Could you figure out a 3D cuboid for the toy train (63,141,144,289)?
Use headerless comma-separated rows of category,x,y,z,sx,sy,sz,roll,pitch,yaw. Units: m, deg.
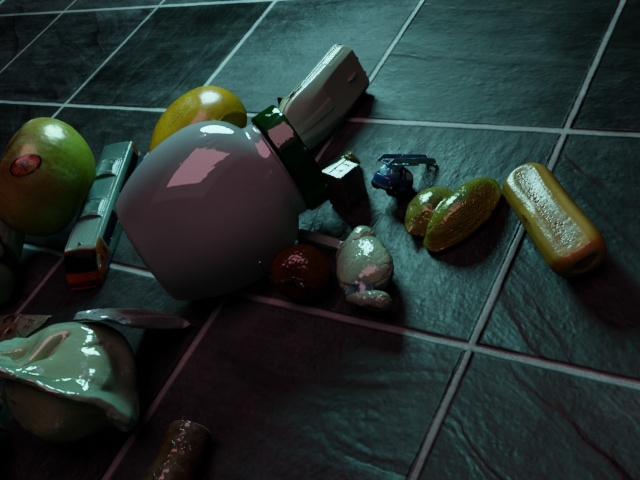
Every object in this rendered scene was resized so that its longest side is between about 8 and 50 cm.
toy train,-0.497,-0.069,1.719,0.086,0.089,0.410,-8,45,13

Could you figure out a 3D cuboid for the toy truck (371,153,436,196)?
toy truck,0.162,-0.128,1.457,0.136,0.074,0.063,-6,27,-41

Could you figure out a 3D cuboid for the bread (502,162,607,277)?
bread,0.381,-0.036,1.235,0.092,0.074,0.239,-36,38,16

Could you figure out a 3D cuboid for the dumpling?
dumpling,-0.451,0.252,1.307,0.320,0.212,0.270,-19,4,30

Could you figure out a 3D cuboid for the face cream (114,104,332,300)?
face cream,-0.178,-0.072,1.409,0.357,0.313,0.219,-33,0,-2

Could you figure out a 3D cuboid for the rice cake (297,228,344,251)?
rice cake,0.000,0.000,1.439,0.121,0.022,0.022,16,62,40

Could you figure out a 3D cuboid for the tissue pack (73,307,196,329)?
tissue pack,-0.336,0.141,1.373,0.122,0.193,0.026,9,91,35

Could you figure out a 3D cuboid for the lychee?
lychee,-0.043,0.060,1.334,0.114,0.101,0.140,41,50,3

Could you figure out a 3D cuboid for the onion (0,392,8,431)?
onion,-0.678,0.358,1.307,0.281,0.280,0.221,43,119,46

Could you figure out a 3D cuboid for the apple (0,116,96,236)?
apple,-0.618,-0.140,1.680,0.261,0.194,0.261,-43,30,32

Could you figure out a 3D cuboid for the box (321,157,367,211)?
box,0.049,-0.111,1.480,0.063,0.085,0.060,-40,41,-25

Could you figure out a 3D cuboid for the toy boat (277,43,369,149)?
toy boat,-0.012,-0.310,1.670,0.269,0.141,0.140,-44,44,-14

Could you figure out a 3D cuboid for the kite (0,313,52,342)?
kite,-0.658,0.225,1.570,0.229,0.012,0.250,-35,44,-6

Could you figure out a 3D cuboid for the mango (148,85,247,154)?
mango,-0.294,-0.228,1.727,0.190,0.160,0.290,17,67,30

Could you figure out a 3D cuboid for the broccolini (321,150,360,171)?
broccolini,-0.105,-0.096,1.546,0.392,0.074,0.079,-30,49,0

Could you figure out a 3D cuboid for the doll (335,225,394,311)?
doll,0.076,0.046,1.315,0.103,0.072,0.214,-21,39,6

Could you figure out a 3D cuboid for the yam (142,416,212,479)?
yam,-0.227,0.352,1.170,0.079,0.079,0.141,0,48,28

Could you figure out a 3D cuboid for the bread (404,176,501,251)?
bread,0.232,-0.070,1.358,0.187,0.065,0.149,-39,38,-9

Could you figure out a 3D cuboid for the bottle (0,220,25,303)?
bottle,-0.763,0.006,1.727,0.168,0.168,0.347,-24,45,5
